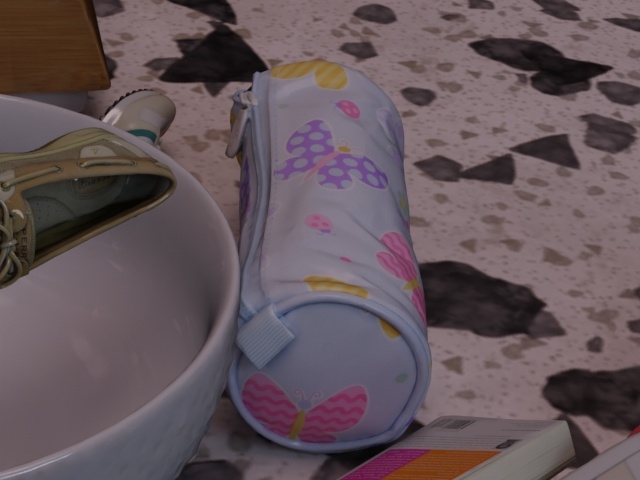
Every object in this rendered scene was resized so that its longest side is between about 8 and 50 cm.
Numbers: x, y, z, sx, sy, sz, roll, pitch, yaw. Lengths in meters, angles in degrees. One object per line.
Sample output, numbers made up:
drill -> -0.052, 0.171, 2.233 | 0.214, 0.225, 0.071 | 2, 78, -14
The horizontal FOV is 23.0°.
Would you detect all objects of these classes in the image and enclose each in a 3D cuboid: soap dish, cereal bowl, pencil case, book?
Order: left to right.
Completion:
soap dish -> -0.311, -0.186, 1.157 | 0.291, 0.118, 0.229 | -3, 36, -13
cereal bowl -> -0.211, 0.062, 0.792 | 0.339, 0.141, 0.339 | 6, 34, -4
pencil case -> 0.000, 0.000, 0.935 | 0.113, 0.124, 0.273 | -27, 33, 16
book -> 0.049, 0.128, 0.809 | 0.144, 0.035, 0.096 | -25, 13, -37

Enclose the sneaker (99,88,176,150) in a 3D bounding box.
sneaker -> -0.131, -0.042, 1.048 | 0.075, 0.057, 0.161 | 35, 39, 9

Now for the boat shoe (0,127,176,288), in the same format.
boat shoe -> -0.133, -0.012, 0.744 | 0.048, 0.056, 0.153 | 22, 29, 28

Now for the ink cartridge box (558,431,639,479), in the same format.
ink cartridge box -> 0.270, 0.171, 0.684 | 0.385, 0.091, 0.308 | -34, 37, 8

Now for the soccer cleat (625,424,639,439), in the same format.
soccer cleat -> 0.287, 0.131, 0.844 | 0.248, 0.083, 0.095 | 4, 39, -10
